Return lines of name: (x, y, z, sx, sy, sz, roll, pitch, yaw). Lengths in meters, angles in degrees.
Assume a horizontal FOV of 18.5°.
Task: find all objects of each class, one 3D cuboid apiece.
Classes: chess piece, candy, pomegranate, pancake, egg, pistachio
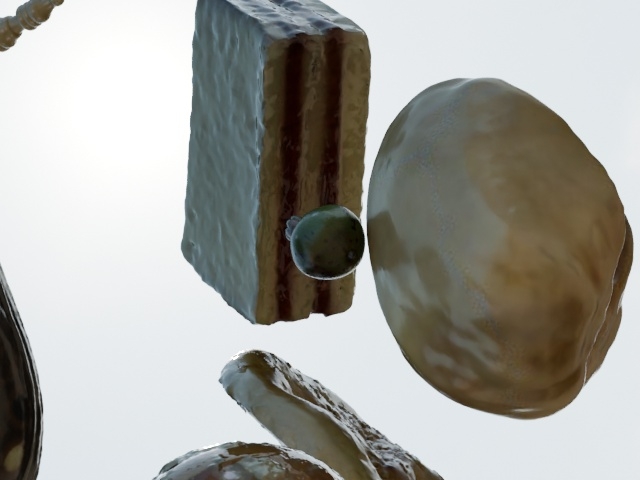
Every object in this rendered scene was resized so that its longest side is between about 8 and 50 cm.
chess piece: (-0.291, -0.223, 1.961, 0.035, 0.092, 0.035, 40, -144, -36)
candy: (-0.046, -0.092, 2.025, 0.135, 0.179, 0.320, -8, -67, -30)
pomegranate: (-0.001, 0.003, 1.793, 0.073, 0.085, 0.073, -5, -90, -65)
pancake: (0.054, 0.235, 1.861, 0.082, 0.387, 0.387, -48, -27, 4)
egg: (-0.060, 0.251, 1.534, 0.233, 0.195, 0.195, -27, -46, -39)
pistachio: (0.164, 0.009, 1.778, 0.229, 0.238, 0.321, 65, -169, -65)

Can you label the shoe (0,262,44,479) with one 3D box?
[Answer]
shoe: (-0.380, 0.083, 1.758, 0.237, 0.171, 0.384, 6, -110, -74)
